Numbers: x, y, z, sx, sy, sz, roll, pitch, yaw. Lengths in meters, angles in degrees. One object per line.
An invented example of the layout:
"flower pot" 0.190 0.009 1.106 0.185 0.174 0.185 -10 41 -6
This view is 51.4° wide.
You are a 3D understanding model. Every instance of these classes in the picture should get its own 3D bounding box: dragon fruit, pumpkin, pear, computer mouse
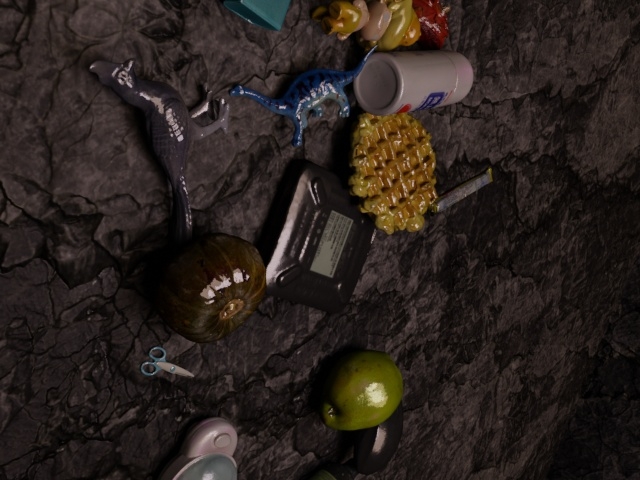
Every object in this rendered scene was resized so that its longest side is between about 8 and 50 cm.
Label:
"dragon fruit" 0.254 -0.509 1.509 0.162 0.083 0.107 33 78 -44
"pumpkin" -0.203 0.076 1.208 0.218 0.162 0.219 -30 149 -21
"pear" 0.091 0.363 1.595 0.219 0.187 0.188 -22 120 -25
"computer mouse" 0.163 0.471 1.715 0.137 0.086 0.270 45 52 -45

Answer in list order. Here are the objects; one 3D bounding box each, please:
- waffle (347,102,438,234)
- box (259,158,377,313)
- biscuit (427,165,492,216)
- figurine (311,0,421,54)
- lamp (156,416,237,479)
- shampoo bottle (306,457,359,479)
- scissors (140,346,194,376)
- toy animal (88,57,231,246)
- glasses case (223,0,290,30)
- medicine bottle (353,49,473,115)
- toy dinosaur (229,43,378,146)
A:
"waffle" 0.166 -0.165 1.501 0.302 0.068 0.325 25 68 -43
"box" 0.000 0.000 1.439 0.288 0.073 0.290 24 86 -47
"biscuit" 0.389 -0.136 1.816 0.291 0.026 0.048 -27 118 -37
"figurine" 0.103 -0.447 1.349 0.246 0.131 0.156 -9 145 -44
"lamp" -0.238 0.484 1.354 0.179 0.107 0.246 20 90 -51
"shampoo bottle" 0.010 0.628 1.659 0.283 0.101 0.101 -29 124 -35
"scissors" -0.290 0.244 1.280 0.119 0.014 0.058 33 81 -43
"toy animal" -0.241 -0.184 1.130 0.206 0.081 0.367 -46 139 -30
"glasses case" -0.077 -0.538 1.177 0.117 0.070 0.301 20 88 -53
"medicine bottle" 0.222 -0.356 1.477 0.340 0.130 0.131 -20 119 -48
"toy dinosaur" -0.019 -0.278 1.316 0.328 0.076 0.145 -21 125 -20
